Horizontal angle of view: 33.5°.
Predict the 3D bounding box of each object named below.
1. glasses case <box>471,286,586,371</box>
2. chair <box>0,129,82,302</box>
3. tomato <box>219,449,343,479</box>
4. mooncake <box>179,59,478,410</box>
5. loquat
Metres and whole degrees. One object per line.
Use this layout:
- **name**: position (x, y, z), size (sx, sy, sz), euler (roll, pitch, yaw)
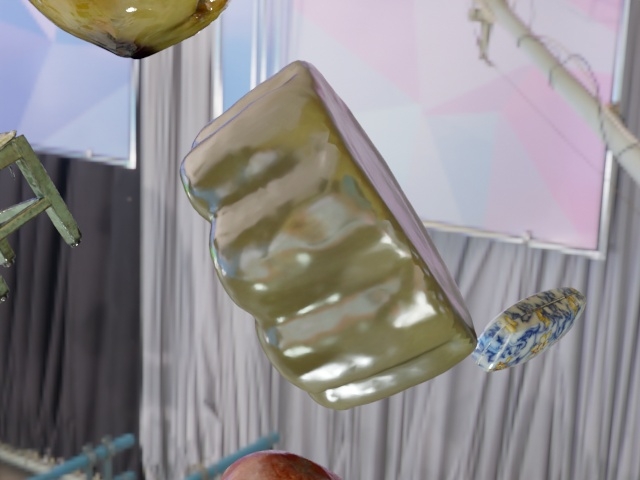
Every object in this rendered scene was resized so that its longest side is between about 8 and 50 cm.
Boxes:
- **glasses case**: position (0.286, 0.119, 1.443), size (0.065, 0.087, 0.248), euler (39, -152, 25)
- **chair**: position (-0.390, -0.071, 1.090), size (0.147, 0.270, 0.136), euler (-14, -160, 38)
- **tomato**: position (-0.021, 0.244, 0.983), size (0.156, 0.069, 0.155), euler (23, -166, -6)
- **mooncake**: position (0.000, 0.000, 1.175), size (0.201, 0.378, 0.378), euler (-32, -172, 8)
- **loquat**: position (-0.117, -0.182, 0.630), size (0.163, 0.137, 0.163), euler (23, -156, -11)
